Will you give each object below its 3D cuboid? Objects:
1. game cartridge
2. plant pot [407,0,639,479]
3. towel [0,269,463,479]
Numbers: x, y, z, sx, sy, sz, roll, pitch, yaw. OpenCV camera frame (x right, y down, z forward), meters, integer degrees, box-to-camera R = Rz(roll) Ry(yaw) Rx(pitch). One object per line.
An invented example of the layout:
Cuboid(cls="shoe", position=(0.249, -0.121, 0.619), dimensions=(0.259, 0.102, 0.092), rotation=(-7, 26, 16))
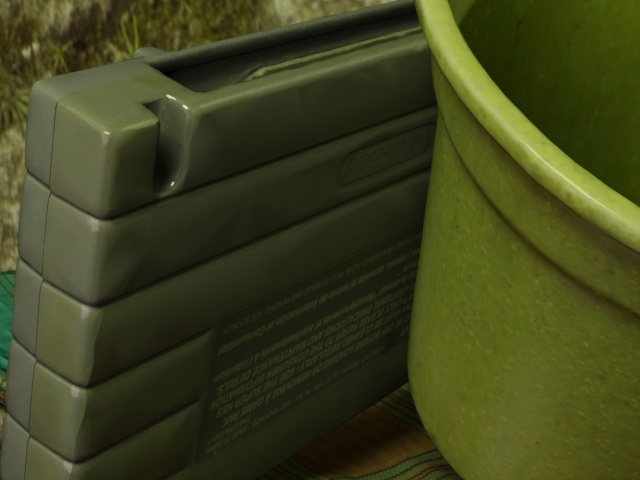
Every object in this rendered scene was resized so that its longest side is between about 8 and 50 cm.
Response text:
Cuboid(cls="game cartridge", position=(0.000, 0.000, 0.602), dimensions=(0.068, 0.355, 0.230), rotation=(34, 125, 26))
Cuboid(cls="plant pot", position=(0.149, -0.003, 0.545), dimensions=(0.276, 0.276, 0.254), rotation=(43, 145, 23))
Cuboid(cls="towel", position=(-0.052, 0.096, 0.750), dimensions=(0.370, 0.271, 0.040), rotation=(27, 109, 32))
